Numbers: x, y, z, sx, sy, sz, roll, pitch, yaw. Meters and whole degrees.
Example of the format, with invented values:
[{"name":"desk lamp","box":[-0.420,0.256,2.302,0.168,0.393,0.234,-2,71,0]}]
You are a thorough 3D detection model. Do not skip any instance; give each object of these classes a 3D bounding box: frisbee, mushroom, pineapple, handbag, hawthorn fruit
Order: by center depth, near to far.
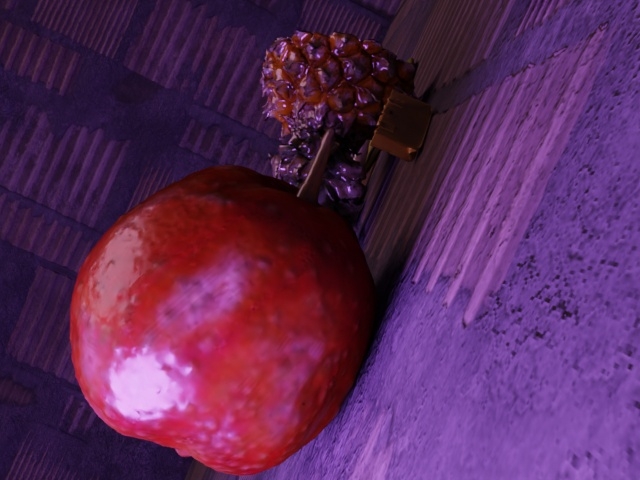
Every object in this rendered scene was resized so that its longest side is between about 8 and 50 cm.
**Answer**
[{"name":"hawthorn fruit","box":[-0.068,0.041,0.712,0.330,0.287,0.287,-59,4,1]},{"name":"handbag","box":[0.100,-0.141,0.934,0.027,0.061,0.083,117,174,-55]},{"name":"pineapple","box":[0.009,-0.120,1.103,0.262,0.262,0.272,126,155,-70]},{"name":"mushroom","box":[0.057,-0.134,1.344,0.060,0.061,0.187,98,-173,-61]},{"name":"frisbee","box":[0.124,-0.234,1.450,0.236,0.017,0.236,-155,90,-86]}]

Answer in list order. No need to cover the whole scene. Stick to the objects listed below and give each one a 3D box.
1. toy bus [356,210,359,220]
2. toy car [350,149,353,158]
[{"name":"toy bus","box":[0.000,0.000,1.262,0.089,0.087,0.194,-84,18,-54]},{"name":"toy car","box":[0.049,-0.237,1.754,0.235,0.145,0.235,-49,0,0]}]
